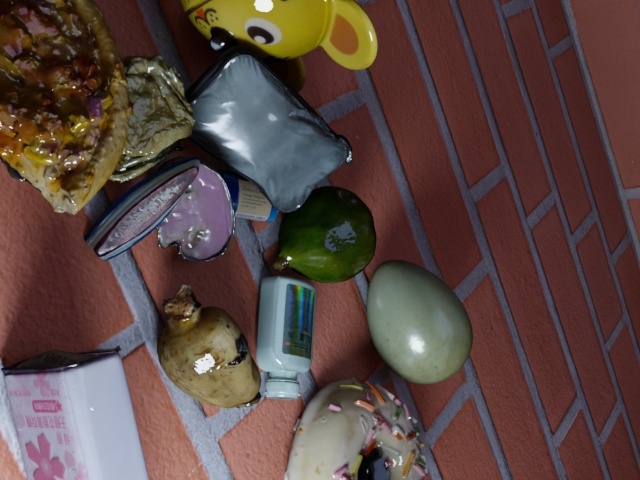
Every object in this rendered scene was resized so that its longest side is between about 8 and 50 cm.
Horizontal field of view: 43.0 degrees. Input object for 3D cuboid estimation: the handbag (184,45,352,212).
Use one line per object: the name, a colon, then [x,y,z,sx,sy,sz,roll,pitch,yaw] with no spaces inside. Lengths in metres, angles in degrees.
handbag: [-0.096,-0.191,1.490,0.332,0.191,0.075,39,10,-32]

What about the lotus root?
lotus root: [-0.184,0.199,1.376,0.257,0.154,0.140,56,39,-31]

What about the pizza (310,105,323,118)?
pizza: [-0.056,-0.224,1.704,0.175,0.046,0.134,-3,83,-50]

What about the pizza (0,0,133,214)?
pizza: [-0.410,-0.236,1.176,0.278,0.114,0.409,3,72,-30]

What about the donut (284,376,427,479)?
donut: [0.087,0.473,1.653,0.382,0.142,0.382,14,72,-49]

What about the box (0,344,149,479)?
box: [-0.328,0.334,1.149,0.112,0.190,0.369,-13,94,-51]

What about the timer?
timer: [-0.080,-0.457,1.491,0.376,0.376,0.387,-45,114,-45]

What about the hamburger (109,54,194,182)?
hamburger: [-0.316,-0.201,1.345,0.206,0.130,0.183,-32,98,-34]

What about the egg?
egg: [0.211,0.178,1.807,0.218,0.218,0.295,-38,100,-47]

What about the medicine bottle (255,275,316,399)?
medicine bottle: [-0.068,0.190,1.573,0.121,0.083,0.229,22,66,-49]

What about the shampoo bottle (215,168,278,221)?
shampoo bottle: [-0.135,-0.083,1.576,0.183,0.050,0.087,8,73,-49]

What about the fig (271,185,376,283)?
fig: [0.000,0.000,1.612,0.245,0.195,0.195,-29,105,-54]

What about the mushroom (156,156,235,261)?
mushroom: [-0.224,-0.060,1.417,0.117,0.141,0.188,-115,-170,-71]

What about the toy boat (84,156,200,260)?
toy boat: [-0.278,-0.055,1.314,0.229,0.046,0.080,-41,115,-7]
